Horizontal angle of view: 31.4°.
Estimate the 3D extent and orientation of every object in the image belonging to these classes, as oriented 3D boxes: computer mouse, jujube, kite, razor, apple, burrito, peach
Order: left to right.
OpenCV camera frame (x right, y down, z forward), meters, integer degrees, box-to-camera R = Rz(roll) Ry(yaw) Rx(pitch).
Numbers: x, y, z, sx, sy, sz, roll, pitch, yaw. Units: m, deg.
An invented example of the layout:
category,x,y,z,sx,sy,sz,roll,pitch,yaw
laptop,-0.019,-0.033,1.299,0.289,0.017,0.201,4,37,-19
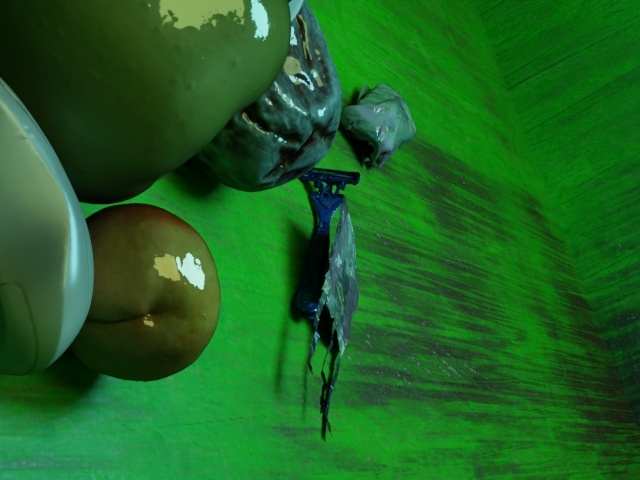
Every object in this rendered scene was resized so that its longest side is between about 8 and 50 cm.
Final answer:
category,x,y,z,sx,sy,sz,roll,pitch,yaw
computer mouse,-0.279,-0.031,0.993,0.121,0.184,0.297,-18,82,-35
apple,-0.211,-0.220,1.137,0.357,0.357,0.357,46,29,-36
peach,-0.181,0.052,1.118,0.184,0.184,0.184,46,29,-36
jujube,-0.102,-0.214,1.507,0.246,0.215,0.308,8,64,-50
razor,0.000,0.009,1.707,0.324,0.093,0.056,-81,174,-47
kite,0.022,0.103,1.620,0.360,0.022,0.204,-76,161,-52
burrito,0.114,-0.217,2.125,0.144,0.089,0.229,57,23,-10

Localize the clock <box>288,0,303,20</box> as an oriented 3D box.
category,x,y,z,sx,sy,sz,roll,pitch,yaw
clock,-0.124,-0.343,1.379,0.083,0.230,0.231,106,-28,-63
